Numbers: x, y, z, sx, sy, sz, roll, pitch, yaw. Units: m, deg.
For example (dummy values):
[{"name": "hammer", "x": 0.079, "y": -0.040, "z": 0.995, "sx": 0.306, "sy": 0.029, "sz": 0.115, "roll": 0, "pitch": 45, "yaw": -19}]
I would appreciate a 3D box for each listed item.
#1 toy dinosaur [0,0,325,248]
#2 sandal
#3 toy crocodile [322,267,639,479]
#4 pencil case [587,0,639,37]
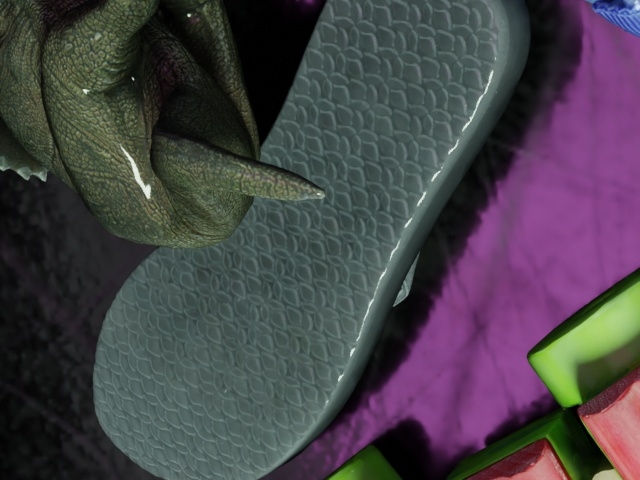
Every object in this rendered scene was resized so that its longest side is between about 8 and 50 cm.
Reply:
[{"name": "toy dinosaur", "x": -0.075, "y": -0.065, "z": 0.612, "sx": 0.313, "sy": 0.121, "sz": 0.160, "roll": 23, "pitch": 141, "yaw": 39}, {"name": "sandal", "x": 0.001, "y": 0.000, "z": 0.656, "sx": 0.097, "sy": 0.054, "sz": 0.254, "roll": 44, "pitch": 117, "yaw": 14}, {"name": "toy crocodile", "x": 0.073, "y": 0.107, "z": 0.631, "sx": 0.340, "sy": 0.105, "sz": 0.115, "roll": -37, "pitch": 84, "yaw": 17}, {"name": "pencil case", "x": 0.165, "y": -0.204, "z": 0.566, "sx": 0.306, "sy": 0.119, "sz": 0.133, "roll": -50, "pitch": 58, "yaw": 16}]
